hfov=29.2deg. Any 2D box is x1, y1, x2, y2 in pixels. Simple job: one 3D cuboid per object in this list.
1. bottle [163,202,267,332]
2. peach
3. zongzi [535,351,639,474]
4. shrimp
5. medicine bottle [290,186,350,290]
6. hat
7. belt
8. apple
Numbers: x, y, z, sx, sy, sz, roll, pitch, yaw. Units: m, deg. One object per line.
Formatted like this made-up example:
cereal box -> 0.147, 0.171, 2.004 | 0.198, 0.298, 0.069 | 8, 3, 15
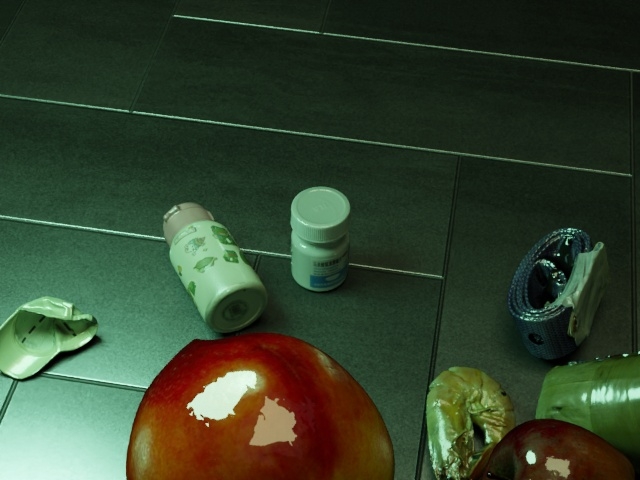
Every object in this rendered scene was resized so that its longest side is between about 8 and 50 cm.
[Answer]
bottle -> -0.192, 0.035, 2.120 | 0.120, 0.120, 0.253 | -18, 49, -18
peach -> -0.093, 0.300, 1.709 | 0.388, 0.388, 0.388 | 1, 46, -1
zongzi -> 0.548, 0.311, 1.881 | 0.356, 0.393, 0.174 | -11, 47, 43
shrimp -> 0.230, 0.310, 1.912 | 0.145, 0.061, 0.267 | 14, 45, -1
medicine bottle -> 0.000, 0.000, 2.123 | 0.105, 0.168, 0.105 | 0, 46, 0
hat -> -0.465, 0.161, 2.034 | 0.122, 0.081, 0.166 | 46, 69, -11
belt -> 0.407, 0.095, 2.079 | 0.140, 0.126, 0.230 | 1, 42, 33
apple -> 0.337, 0.362, 1.747 | 0.234, 0.234, 0.234 | 1, 46, -1
